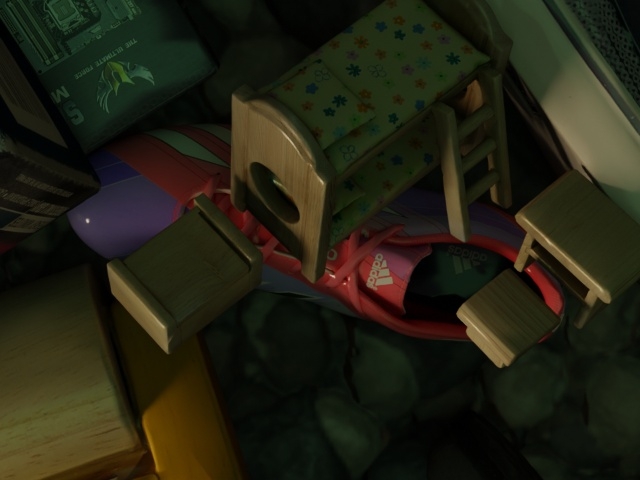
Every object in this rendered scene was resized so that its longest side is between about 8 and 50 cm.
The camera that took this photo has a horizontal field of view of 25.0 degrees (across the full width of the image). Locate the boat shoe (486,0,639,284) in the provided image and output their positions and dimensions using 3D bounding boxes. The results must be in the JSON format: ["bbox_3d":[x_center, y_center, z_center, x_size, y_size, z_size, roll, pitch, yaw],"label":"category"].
[{"bbox_3d":[0.168,-0.098,0.682,0.158,0.127,0.340,-36,105,2],"label":"boat shoe"}]

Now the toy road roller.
[{"bbox_3d":[-0.112,0.202,0.706,0.202,0.240,0.329,-19,67,-3],"label":"toy road roller"}]

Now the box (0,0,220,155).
[{"bbox_3d":[-0.191,-0.097,0.670,0.232,0.059,0.183,-32,102,2],"label":"box"}]

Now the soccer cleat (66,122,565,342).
[{"bbox_3d":[0.000,0.000,0.700,0.248,0.095,0.083,13,101,-10],"label":"soccer cleat"}]

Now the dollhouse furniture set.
[{"bbox_3d":[0.029,0.000,0.609,0.182,0.101,0.161,-38,70,-21],"label":"dollhouse furniture set"}]

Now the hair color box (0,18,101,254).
[{"bbox_3d":[-0.268,0.026,0.557,0.347,0.174,0.105,-33,86,1],"label":"hair color box"}]

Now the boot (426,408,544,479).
[{"bbox_3d":[0.078,0.277,0.769,0.222,0.118,0.338,-27,100,5],"label":"boot"}]
